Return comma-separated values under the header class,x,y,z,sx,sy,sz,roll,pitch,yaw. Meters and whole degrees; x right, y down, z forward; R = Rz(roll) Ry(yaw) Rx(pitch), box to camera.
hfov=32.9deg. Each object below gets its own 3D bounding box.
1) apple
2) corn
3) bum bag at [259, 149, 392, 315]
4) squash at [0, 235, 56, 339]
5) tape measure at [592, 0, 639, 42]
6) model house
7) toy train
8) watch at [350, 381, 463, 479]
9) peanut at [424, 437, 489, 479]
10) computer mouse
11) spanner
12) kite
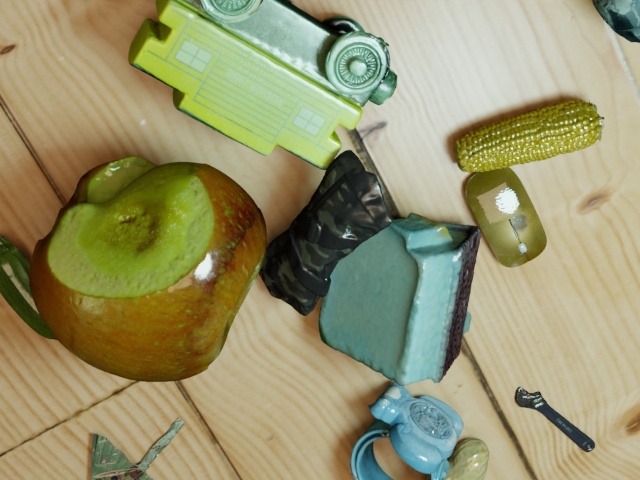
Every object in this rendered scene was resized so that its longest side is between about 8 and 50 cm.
class,x,y,z,sx,sy,sz,roll,pitch,yaw
apple,-0.276,0.031,1.742,0.374,0.374,0.384,17,119,-11
corn,0.361,-0.178,1.884,0.260,0.091,0.091,-16,99,0
bum bag,0.000,0.000,1.821,0.340,0.095,0.144,-49,65,37
squash,-0.508,0.088,1.880,0.077,0.068,0.219,-26,109,19
tape measure,0.574,-0.436,1.741,0.147,0.256,0.275,39,94,-19
model house,0.171,0.078,1.902,0.249,0.230,0.280,-9,116,-44
toy train,-0.097,-0.289,1.747,0.442,0.179,0.272,27,107,-21
watch,0.147,0.389,1.999,0.211,0.211,0.193,26,116,-13
peanut,0.253,0.455,2.069,0.082,0.082,0.187,42,98,-16
computer mouse,0.334,-0.041,1.945,0.102,0.045,0.199,-27,107,5
spanner,0.452,0.346,2.091,0.208,0.012,0.046,39,100,-16
kite,-0.337,0.427,2.030,0.250,0.012,0.229,-45,109,7
